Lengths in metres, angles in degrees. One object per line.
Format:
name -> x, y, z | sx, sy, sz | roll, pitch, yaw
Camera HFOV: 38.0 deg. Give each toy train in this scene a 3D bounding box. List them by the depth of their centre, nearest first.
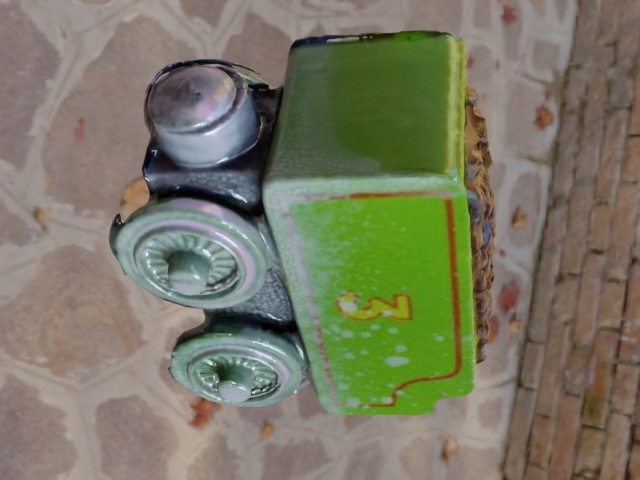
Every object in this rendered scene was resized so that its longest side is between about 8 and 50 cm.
toy train -> 0.000, 0.000, 0.671 | 0.307, 0.249, 0.173 | 78, 14, -48
